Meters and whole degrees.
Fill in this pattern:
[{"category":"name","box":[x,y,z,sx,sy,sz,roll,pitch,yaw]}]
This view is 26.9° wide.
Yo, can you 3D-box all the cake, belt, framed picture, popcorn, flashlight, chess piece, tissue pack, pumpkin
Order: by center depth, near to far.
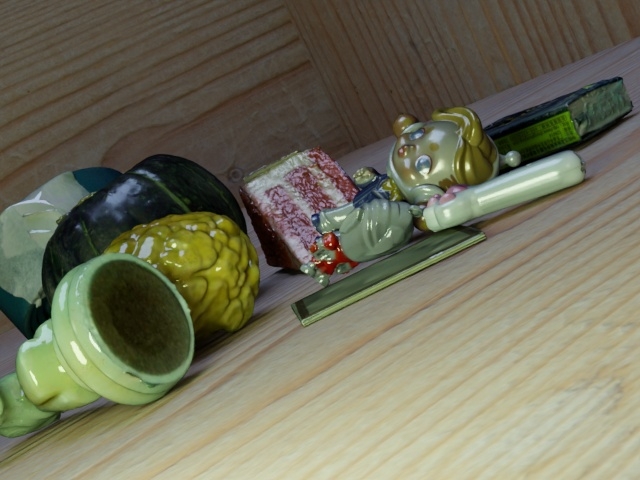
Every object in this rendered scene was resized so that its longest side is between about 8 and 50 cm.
[{"category":"chess piece","box":[-0.293,0.149,1.515,0.298,0.176,0.176,-34,0,35]},{"category":"framed picture","box":[0.074,0.037,1.561,0.231,0.010,0.173,-26,5,-2]},{"category":"flashlight","box":[0.217,-0.061,1.589,0.200,0.047,0.093,-20,5,18]},{"category":"popcorn","box":[-0.196,0.047,1.680,0.203,0.200,0.226,20,63,38]},{"category":"pumpkin","box":[-0.258,0.022,1.959,0.323,0.241,0.323,-35,5,4]},{"category":"tissue pack","box":[0.327,-0.164,1.988,0.235,0.073,0.173,-19,7,46]},{"category":"cake","box":[0.000,0.000,2.038,0.158,0.159,0.262,-26,40,-9]},{"category":"belt","box":[-0.408,0.029,2.281,0.300,0.173,0.436,-46,-10,2]}]

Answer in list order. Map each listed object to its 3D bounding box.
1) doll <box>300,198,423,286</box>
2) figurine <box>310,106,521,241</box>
[{"category":"doll","box":[0.051,0.000,1.661,0.180,0.094,0.079,-33,40,24]},{"category":"figurine","box":[0.117,-0.057,1.750,0.274,0.133,0.194,-47,37,7]}]
